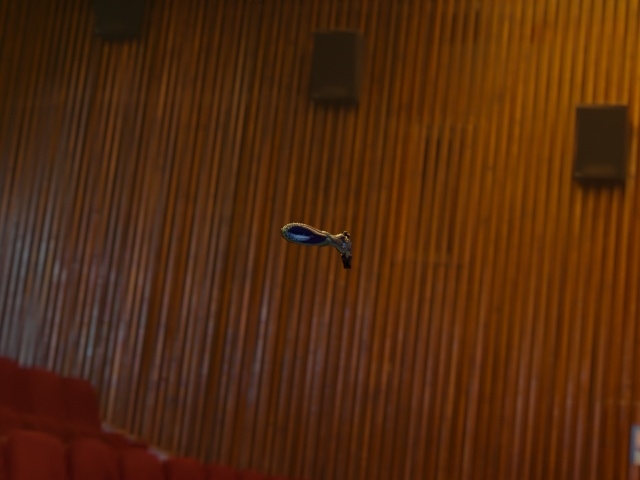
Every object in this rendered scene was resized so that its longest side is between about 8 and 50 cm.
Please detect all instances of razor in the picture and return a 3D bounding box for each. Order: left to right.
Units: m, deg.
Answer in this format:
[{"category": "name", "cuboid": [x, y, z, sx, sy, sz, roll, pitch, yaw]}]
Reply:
[{"category": "razor", "cuboid": [0.004, 0.000, 1.414, 0.028, 0.044, 0.154, -8, -12, 27]}]
